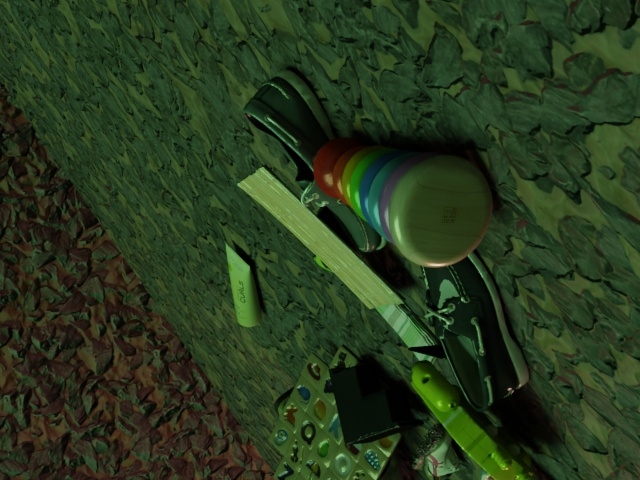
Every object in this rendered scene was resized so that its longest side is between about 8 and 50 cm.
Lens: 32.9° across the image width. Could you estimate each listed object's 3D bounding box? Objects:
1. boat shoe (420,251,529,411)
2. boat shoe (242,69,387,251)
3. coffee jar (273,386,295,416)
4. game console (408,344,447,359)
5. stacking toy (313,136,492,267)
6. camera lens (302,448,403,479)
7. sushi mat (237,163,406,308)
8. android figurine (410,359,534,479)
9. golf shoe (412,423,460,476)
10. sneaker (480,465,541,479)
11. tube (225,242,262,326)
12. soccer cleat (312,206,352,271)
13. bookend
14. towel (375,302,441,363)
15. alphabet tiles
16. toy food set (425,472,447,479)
[{"bbox_3d":[0.202,0.114,1.540,0.302,0.091,0.114,60,160,-19],"label":"boat shoe"},{"bbox_3d":[-0.009,-0.101,1.650,0.319,0.099,0.116,59,158,-20],"label":"boat shoe"},{"bbox_3d":[-0.034,0.433,2.676,0.184,0.096,0.079,28,147,50],"label":"coffee jar"},{"bbox_3d":[0.213,0.198,1.699,0.107,0.071,0.122,59,161,-15],"label":"game console"},{"bbox_3d":[0.089,-0.073,1.454,0.141,0.141,0.330,62,167,-25],"label":"stacking toy"},{"bbox_3d":[0.072,0.527,2.397,0.219,0.219,0.274,40,157,35],"label":"camera lens"},{"bbox_3d":[0.000,0.000,1.756,0.316,0.019,0.151,44,161,-7],"label":"sushi mat"},{"bbox_3d":[0.239,0.290,1.690,0.248,0.056,0.273,43,-177,-31],"label":"android figurine"},{"bbox_3d":[0.231,0.400,2.053,0.086,0.067,0.186,22,155,6],"label":"golf shoe"},{"bbox_3d":[0.360,0.441,1.762,0.237,0.086,0.085,43,157,26],"label":"sneaker"},{"bbox_3d":[-0.179,0.108,2.508,0.070,0.062,0.240,6,141,8],"label":"tube"},{"bbox_3d":[0.022,-0.001,1.839,0.072,0.060,0.179,29,156,19],"label":"soccer cleat"},{"bbox_3d":[0.105,0.303,2.109,0.156,0.072,0.157,-31,66,44],"label":"bookend"},{"bbox_3d":[0.143,0.148,1.854,0.152,0.023,0.113,49,160,13],"label":"towel"},{"bbox_3d":[0.024,0.405,2.239,0.011,0.342,0.285,7,-156,-48],"label":"alphabet tiles"},{"bbox_3d":[0.251,0.504,2.247,0.078,0.019,0.122,28,142,51],"label":"toy food set"}]
